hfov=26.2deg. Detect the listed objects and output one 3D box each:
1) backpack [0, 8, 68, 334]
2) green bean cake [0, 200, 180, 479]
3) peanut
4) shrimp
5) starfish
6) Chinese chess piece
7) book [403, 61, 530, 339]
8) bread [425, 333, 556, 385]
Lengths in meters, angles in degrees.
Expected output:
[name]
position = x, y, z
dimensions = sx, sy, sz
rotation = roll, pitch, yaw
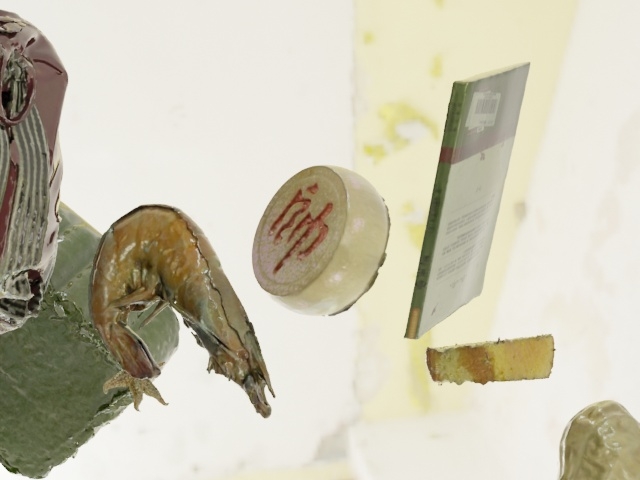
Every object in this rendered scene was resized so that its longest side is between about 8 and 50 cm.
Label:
[backpack]
position = -0.333, -0.055, 1.223
dimensions = 0.197, 0.283, 0.317
rotation = 36, -69, 27
[green bean cake]
position = -0.392, 0.130, 1.921
dimensions = 0.319, 0.335, 0.218
rotation = 50, 32, -8
[peanut]
position = 0.325, 0.331, 1.660
dimensions = 0.298, 0.136, 0.120
rotation = -60, 170, -31
[shrimp]
position = -0.130, 0.077, 1.268
dimensions = 0.251, 0.143, 0.052
rotation = 53, 15, 29
[starfish]
position = -0.201, 0.145, 1.483
dimensions = 0.016, 0.092, 0.086
rotation = -43, -110, 39
[Chinese chess piece]
position = 0.000, 0.000, 2.419
dimensions = 0.270, 0.112, 0.270
rotation = -26, -128, 39
[book]
position = 0.161, -0.047, 1.497
dimensions = 0.201, 0.026, 0.289
rotation = -26, 130, -61
[bread]
position = 0.227, 0.157, 1.810
dimensions = 0.103, 0.187, 0.065
rotation = -5, -95, 44
